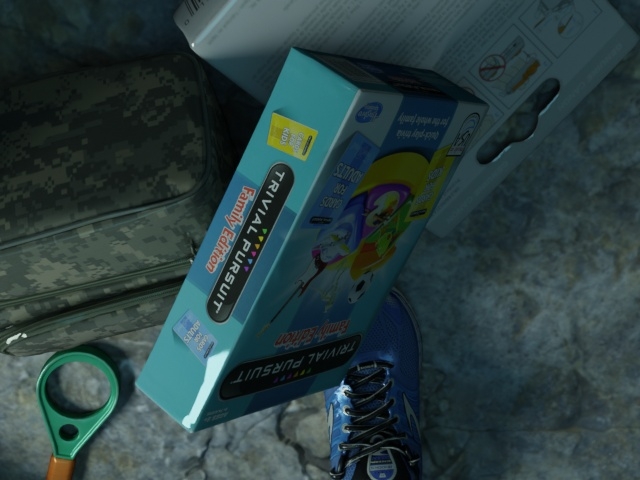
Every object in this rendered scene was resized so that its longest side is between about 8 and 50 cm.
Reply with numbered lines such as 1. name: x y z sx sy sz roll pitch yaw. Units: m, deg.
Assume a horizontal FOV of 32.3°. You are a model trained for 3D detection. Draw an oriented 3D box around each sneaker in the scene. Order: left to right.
1. sneaker: 0.066 0.199 1.221 0.129 0.147 0.330 -10 112 -2

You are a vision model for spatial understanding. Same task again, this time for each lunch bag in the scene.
1. lunch bag: -0.207 -0.013 1.075 0.305 0.213 0.256 -15 145 1

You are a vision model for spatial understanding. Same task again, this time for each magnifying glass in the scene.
1. magnifying glass: -0.288 0.224 1.261 0.092 0.026 0.231 12 112 -11

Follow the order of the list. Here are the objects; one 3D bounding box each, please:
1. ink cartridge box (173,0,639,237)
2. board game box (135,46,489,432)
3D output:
1. ink cartridge box: 0.097 -0.215 1.107 0.308 0.091 0.385 -46 126 12
2. board game box: 0.000 0.000 1.018 0.079 0.253 0.336 36 111 25
